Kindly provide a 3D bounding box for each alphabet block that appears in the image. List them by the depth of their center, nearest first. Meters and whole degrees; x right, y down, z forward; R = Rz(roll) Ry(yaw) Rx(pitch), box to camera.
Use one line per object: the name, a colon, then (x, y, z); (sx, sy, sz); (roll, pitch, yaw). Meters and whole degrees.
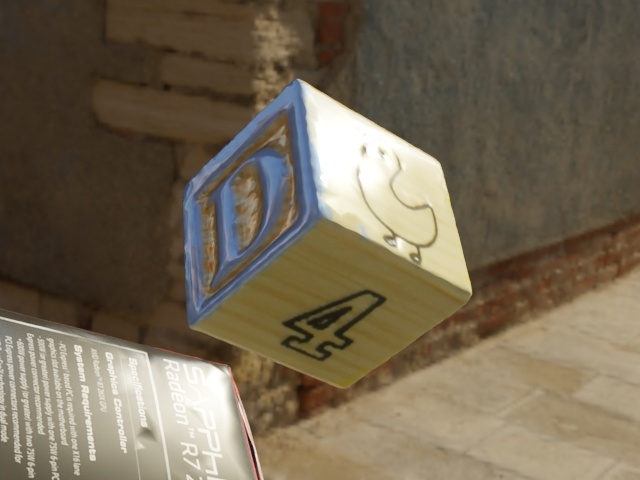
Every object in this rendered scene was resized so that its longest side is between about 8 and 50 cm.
alphabet block: (0.000, 0.000, 1.086); (0.197, 0.193, 0.192); (26, 41, -34)

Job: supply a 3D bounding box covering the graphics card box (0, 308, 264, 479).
graphics card box: (-0.229, 0.100, 0.365); (0.371, 0.233, 0.094); (18, 40, -38)
